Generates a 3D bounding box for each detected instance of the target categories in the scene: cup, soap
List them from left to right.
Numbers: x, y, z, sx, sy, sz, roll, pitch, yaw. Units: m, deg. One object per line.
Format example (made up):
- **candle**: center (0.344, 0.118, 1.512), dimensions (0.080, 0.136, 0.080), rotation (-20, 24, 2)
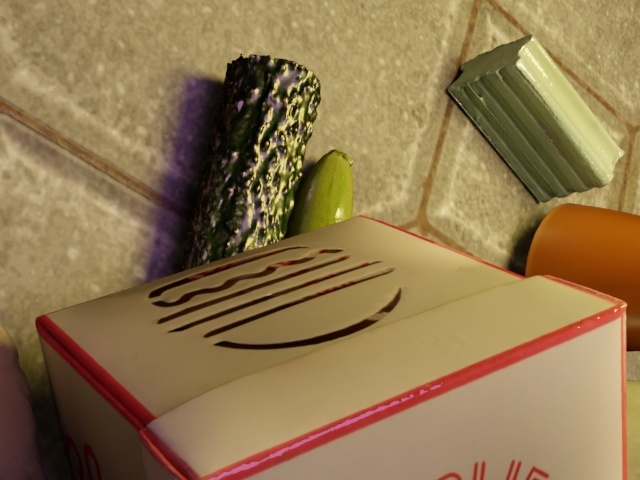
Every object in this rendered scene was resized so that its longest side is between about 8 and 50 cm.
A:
- **soap**: center (0.256, -0.139, 1.228), dimensions (0.198, 0.114, 0.063), rotation (47, 55, -23)
- **cup**: center (0.368, 0.073, 1.193), dimensions (0.182, 0.264, 0.226), rotation (18, 80, -44)

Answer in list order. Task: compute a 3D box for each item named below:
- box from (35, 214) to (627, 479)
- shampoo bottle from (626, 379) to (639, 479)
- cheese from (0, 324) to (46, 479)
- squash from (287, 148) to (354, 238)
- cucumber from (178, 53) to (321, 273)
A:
- **box**: center (0.007, 0.185, 0.745), dimensions (0.314, 0.300, 0.312), rotation (-18, 112, -28)
- **shampoo bottle**: center (0.307, 0.300, 1.041), dimensions (0.322, 0.317, 0.323), rotation (9, 76, -36)
- **cheese**: center (-0.315, 0.128, 0.684), dimensions (0.263, 0.093, 0.159), rotation (6, 41, -41)
- **squash**: center (0.000, 0.000, 1.019), dimensions (0.066, 0.066, 0.201), rotation (29, 61, -32)
- **cucumber**: center (-0.075, 0.008, 0.939), dimensions (0.096, 0.096, 0.360), rotation (23, 70, -34)
